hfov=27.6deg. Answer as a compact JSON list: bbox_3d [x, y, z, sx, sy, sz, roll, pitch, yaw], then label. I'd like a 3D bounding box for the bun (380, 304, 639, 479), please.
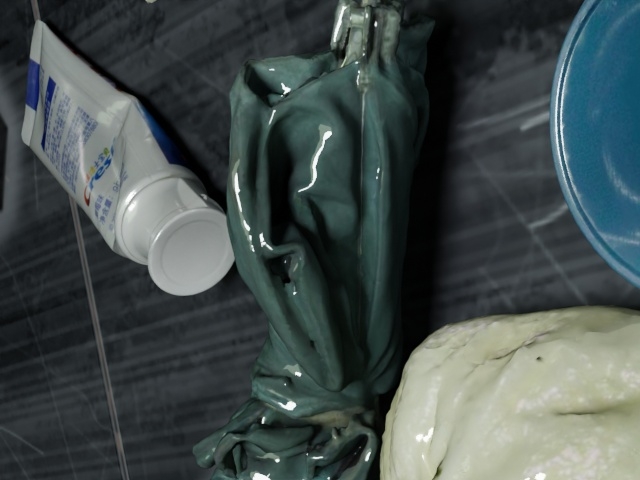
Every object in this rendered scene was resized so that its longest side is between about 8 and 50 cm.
[{"bbox_3d":[0.091,0.138,0.539,0.231,0.133,0.231,14,108,48],"label":"bun"}]

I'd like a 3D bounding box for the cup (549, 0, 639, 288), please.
[{"bbox_3d":[0.171,-0.025,0.401,0.176,0.155,0.131,58,134,28],"label":"cup"}]

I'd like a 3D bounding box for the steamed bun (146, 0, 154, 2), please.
[{"bbox_3d":[-0.086,-0.224,0.659,0.225,0.170,0.200,-33,75,49],"label":"steamed bun"}]

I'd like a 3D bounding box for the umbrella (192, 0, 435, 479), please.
[{"bbox_3d":[-0.002,-0.001,0.619,0.094,0.143,0.349,8,108,7],"label":"umbrella"}]

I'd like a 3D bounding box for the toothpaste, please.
[{"bbox_3d":[-0.138,-0.054,0.841,0.266,0.061,0.096,42,127,46],"label":"toothpaste"}]
